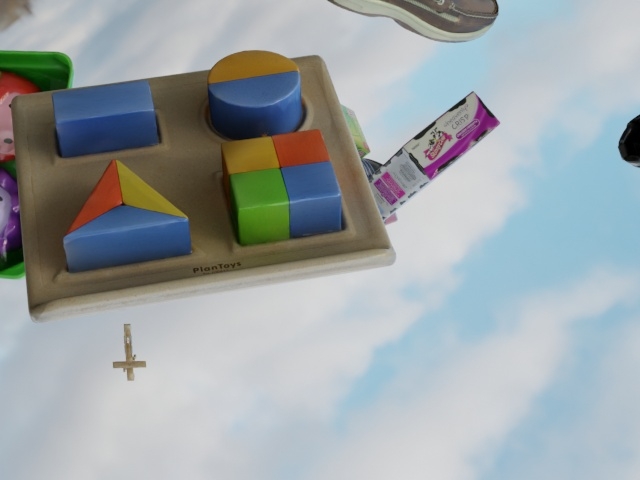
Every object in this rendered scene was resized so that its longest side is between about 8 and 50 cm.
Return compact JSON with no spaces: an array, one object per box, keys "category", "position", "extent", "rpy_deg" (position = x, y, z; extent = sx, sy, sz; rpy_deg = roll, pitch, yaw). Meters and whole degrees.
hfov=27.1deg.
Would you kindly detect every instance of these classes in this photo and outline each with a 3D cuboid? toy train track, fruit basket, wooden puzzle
[{"category":"toy train track","position":[-0.271,0.158,1.882],"extent":[0.048,0.083,0.014],"rpy_deg":[-1,-167,3]},{"category":"fruit basket","position":[-0.536,-0.129,1.981],"extent":[0.283,0.392,0.392],"rpy_deg":[4,-146,12]},{"category":"wooden puzzle","position":[-0.123,-0.078,1.239],"extent":[0.322,0.080,0.347],"rpy_deg":[-9,-139,-8]}]

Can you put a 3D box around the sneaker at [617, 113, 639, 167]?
[{"category":"sneaker","position":[0.509,-0.147,1.996],"extent":[0.146,0.102,0.293],"rpy_deg":[-20,161,-9]}]

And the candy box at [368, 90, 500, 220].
[{"category":"candy box","position":[0.163,-0.127,2.068],"extent":[0.159,0.071,0.233],"rpy_deg":[-39,178,-23]}]

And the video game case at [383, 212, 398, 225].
[{"category":"video game case","position":[0.000,0.000,2.207],"extent":[0.204,0.025,0.285],"rpy_deg":[-18,-179,18]}]

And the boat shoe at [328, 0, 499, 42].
[{"category":"boat shoe","position":[0.119,-0.292,1.501],"extent":[0.095,0.258,0.095],"rpy_deg":[-44,-124,41]}]

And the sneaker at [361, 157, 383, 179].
[{"category":"sneaker","position":[0.061,-0.131,2.689],"extent":[0.081,0.232,0.090],"rpy_deg":[-65,-147,18]}]

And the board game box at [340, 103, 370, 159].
[{"category":"board game box","position":[0.002,-0.196,2.178],"extent":[0.043,0.181,0.092],"rpy_deg":[-35,-124,24]}]
